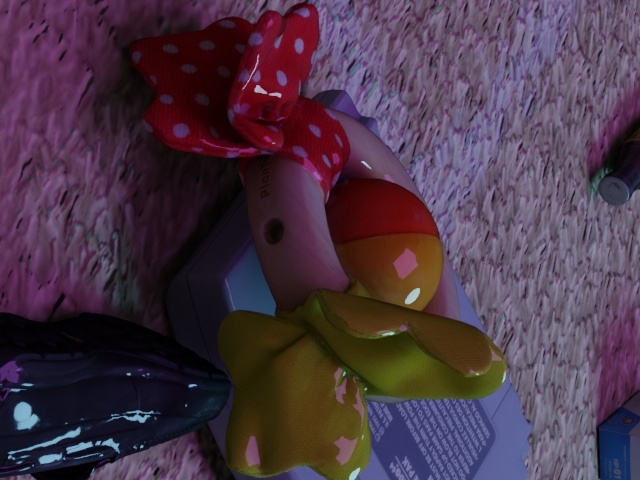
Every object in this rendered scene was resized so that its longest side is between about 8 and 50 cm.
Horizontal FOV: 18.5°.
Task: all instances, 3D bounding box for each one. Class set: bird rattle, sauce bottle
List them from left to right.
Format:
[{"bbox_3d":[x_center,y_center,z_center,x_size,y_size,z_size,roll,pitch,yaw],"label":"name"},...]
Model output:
[{"bbox_3d":[0.000,0.000,1.024,0.207,0.143,0.253,18,44,-59],"label":"bird rattle"},{"bbox_3d":[0.257,-0.066,1.543,0.128,0.042,0.042,-42,130,-49],"label":"sauce bottle"}]

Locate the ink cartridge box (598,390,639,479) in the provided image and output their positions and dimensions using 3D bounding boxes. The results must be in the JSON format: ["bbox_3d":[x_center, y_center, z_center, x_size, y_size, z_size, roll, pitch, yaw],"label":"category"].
[{"bbox_3d":[0.298,0.167,1.579,0.088,0.122,0.052,-29,120,-52],"label":"ink cartridge box"}]

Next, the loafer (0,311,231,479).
[{"bbox_3d":[-0.121,0.080,0.955,0.223,0.076,0.078,7,109,-62],"label":"loafer"}]

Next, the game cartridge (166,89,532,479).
[{"bbox_3d":[0.022,0.086,1.156,0.198,0.062,0.297,-51,127,-34],"label":"game cartridge"}]
